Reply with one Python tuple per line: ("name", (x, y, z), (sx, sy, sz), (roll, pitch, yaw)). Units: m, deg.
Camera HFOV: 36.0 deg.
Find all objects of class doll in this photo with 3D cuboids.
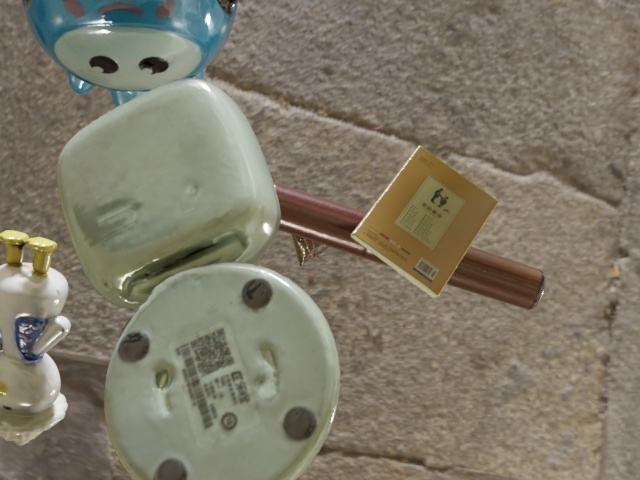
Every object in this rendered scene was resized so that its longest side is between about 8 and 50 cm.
("doll", (-0.377, 0.132, 1.246), (0.119, 0.138, 0.293), (-36, 138, -62))

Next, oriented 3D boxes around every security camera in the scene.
("security camera", (-0.082, 0.034, 0.664), (0.157, 0.080, 0.301), (-24, 66, 7))

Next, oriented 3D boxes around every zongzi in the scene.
("zongzi", (0.000, 0.000, 1.694), (0.083, 0.074, 0.067), (-41, 126, -41))

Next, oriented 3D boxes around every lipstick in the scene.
("lipstick", (0.103, 0.009, 1.188), (0.357, 0.057, 0.057), (18, 76, -12))

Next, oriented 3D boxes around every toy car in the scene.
("toy car", (-0.166, -0.208, 0.874), (0.189, 0.255, 0.190), (-1, 112, -10))

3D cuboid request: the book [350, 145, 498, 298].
("book", (0.122, -0.025, 1.131), (0.118, 0.012, 0.172), (37, 53, 2))
